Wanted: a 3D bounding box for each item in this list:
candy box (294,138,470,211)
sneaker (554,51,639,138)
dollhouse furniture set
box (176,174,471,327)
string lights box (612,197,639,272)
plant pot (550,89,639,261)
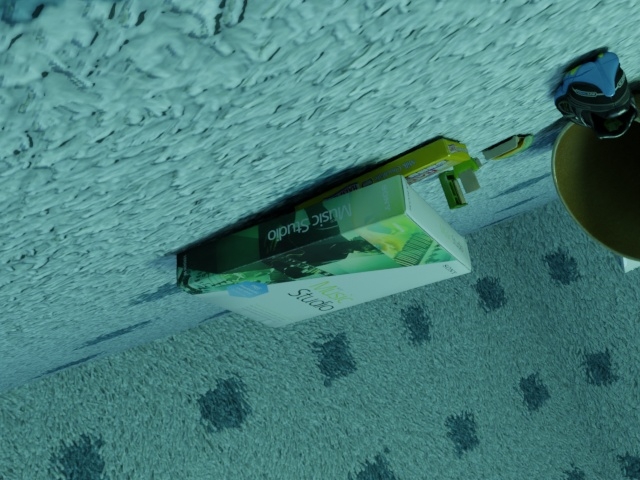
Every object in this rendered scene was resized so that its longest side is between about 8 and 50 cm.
[{"bbox_3d":[0.078,-0.072,0.869,0.205,0.027,0.105,-23,177,25],"label":"candy box"},{"bbox_3d":[0.294,-0.141,0.746,0.067,0.078,0.188,-22,174,16],"label":"sneaker"},{"bbox_3d":[0.251,-0.101,1.038,0.151,0.059,0.076,-25,173,35],"label":"dollhouse furniture set"},{"bbox_3d":[0.009,0.030,0.916,0.321,0.059,0.232,-20,153,24],"label":"box"},{"bbox_3d":[0.506,-0.082,1.157,0.133,0.260,0.077,-23,134,9],"label":"string lights box"},{"bbox_3d":[0.511,-0.132,1.003,0.254,0.237,0.237,-33,179,-21],"label":"plant pot"}]
